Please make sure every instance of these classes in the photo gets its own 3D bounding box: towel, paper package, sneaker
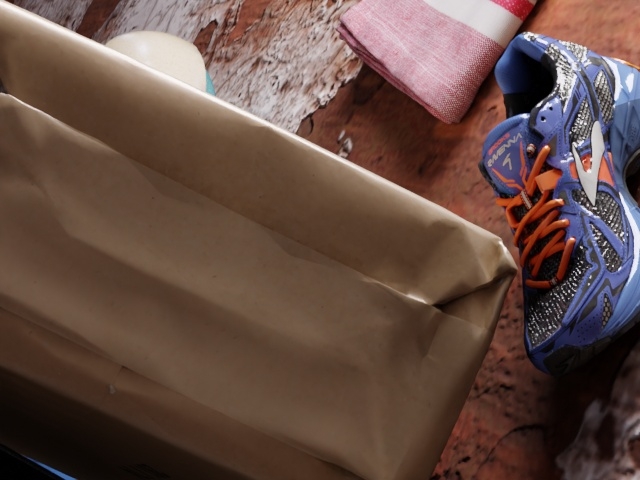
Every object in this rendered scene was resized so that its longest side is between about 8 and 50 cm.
[{"bbox_3d":[0.135,-0.251,1.179,0.329,0.037,0.237,-58,23,8],"label":"towel"},{"bbox_3d":[-0.103,0.037,0.929,0.168,0.309,0.325,-66,8,-16],"label":"paper package"},{"bbox_3d":[0.118,-0.022,0.869,0.083,0.087,0.221,-44,27,38],"label":"sneaker"}]

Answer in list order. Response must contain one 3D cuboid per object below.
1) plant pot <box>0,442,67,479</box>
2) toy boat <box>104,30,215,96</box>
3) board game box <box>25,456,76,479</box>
[{"bbox_3d":[-0.246,0.191,0.861,0.167,0.188,0.187,-64,-5,17],"label":"plant pot"},{"bbox_3d":[-0.196,-0.048,1.556,0.318,0.148,0.267,-25,46,45],"label":"toy boat"},{"bbox_3d":[-0.207,0.195,1.406,0.133,0.033,0.168,-28,44,46],"label":"board game box"}]
